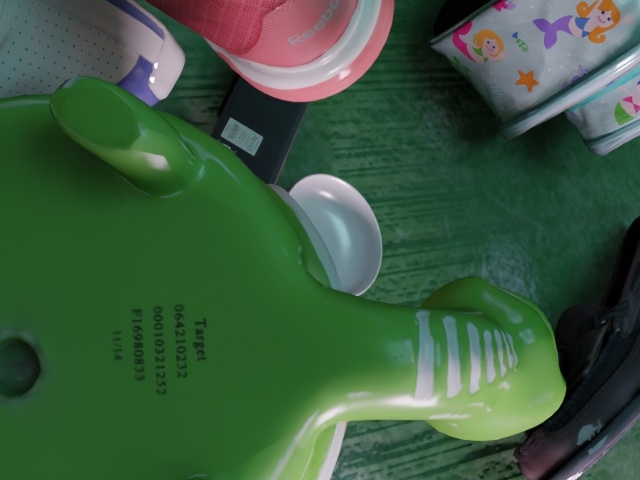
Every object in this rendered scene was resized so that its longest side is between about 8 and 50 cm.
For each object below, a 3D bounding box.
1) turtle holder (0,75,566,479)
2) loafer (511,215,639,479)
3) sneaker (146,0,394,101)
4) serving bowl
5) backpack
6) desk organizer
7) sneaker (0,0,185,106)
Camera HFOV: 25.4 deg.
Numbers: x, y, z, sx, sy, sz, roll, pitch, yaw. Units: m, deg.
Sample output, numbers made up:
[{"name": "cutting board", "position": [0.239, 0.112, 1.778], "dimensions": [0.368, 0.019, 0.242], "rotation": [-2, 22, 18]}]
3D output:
[{"name": "turtle holder", "position": [-0.080, 0.045, 0.655], "dimensions": [0.243, 0.320, 0.227], "rotation": [60, 9, 14]}, {"name": "loafer", "position": [0.205, 0.075, 1.026], "dimensions": [0.095, 0.109, 0.302], "rotation": [46, 42, 7]}, {"name": "sneaker", "position": [-0.098, -0.196, 0.699], "dimensions": [0.314, 0.116, 0.136], "rotation": [39, 4, 20]}, {"name": "serving bowl", "position": [0.000, 0.000, 0.915], "dimensions": [0.083, 0.027, 0.083], "rotation": [14, 67, -36]}, {"name": "backpack", "position": [0.211, -0.176, 1.023], "dimensions": [0.253, 0.225, 0.191], "rotation": [-37, 95, -37]}, {"name": "desk organizer", "position": [-0.043, -0.067, 0.870], "dimensions": [0.047, 0.050, 0.130], "rotation": [29, 49, -10]}, {"name": "sneaker", "position": [-0.220, -0.094, 0.704], "dimensions": [0.127, 0.182, 0.315], "rotation": [37, 9, 25]}]
